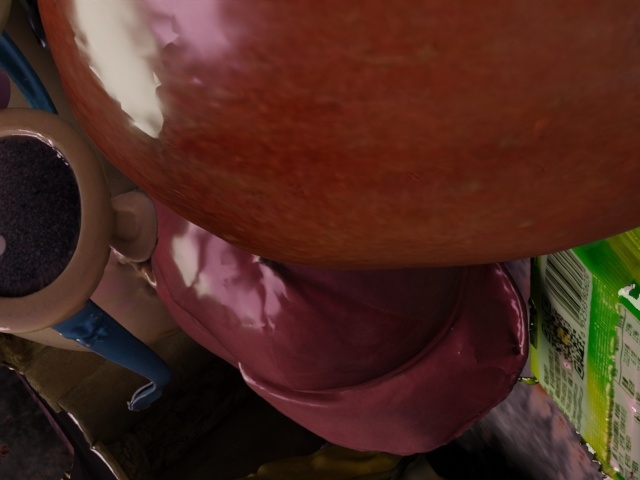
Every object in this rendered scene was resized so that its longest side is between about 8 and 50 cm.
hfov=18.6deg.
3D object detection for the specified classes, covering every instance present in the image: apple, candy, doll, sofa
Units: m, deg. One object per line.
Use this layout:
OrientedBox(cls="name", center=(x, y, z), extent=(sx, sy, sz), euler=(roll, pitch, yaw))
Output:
OrientedBox(cls="apple", center=(0.033, -0.112, 0.462), extent=(0.253, 0.253, 0.253), euler=(52, 164, 22))
OrientedBox(cls="candy", center=(0.120, 0.039, 0.808), extent=(0.102, 0.032, 0.178), euler=(49, 161, 32))
OrientedBox(cls="doll", center=(0.002, -0.003, 0.873), extent=(0.196, 0.152, 0.256), euler=(34, 179, -4))
OrientedBox(cls="sofa", center=(-0.090, 0.120, 1.371), extent=(0.182, 0.200, 0.258), euler=(36, 155, 29))

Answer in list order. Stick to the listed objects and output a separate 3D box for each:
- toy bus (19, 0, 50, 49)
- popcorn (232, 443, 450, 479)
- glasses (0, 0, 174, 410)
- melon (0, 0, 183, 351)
OrientedBox(cls="toy bus", center=(-0.072, -0.161, 0.826), extent=(0.165, 0.133, 0.276), euler=(61, 166, -4))
OrientedBox(cls="popcorn", center=(0.027, 0.224, 1.145), extent=(0.286, 0.252, 0.215), euler=(172, 108, -70))
OrientedBox(cls="glasses", center=(-0.131, -0.008, 0.835), extent=(0.220, 0.088, 0.190), euler=(88, 157, -61))
OrientedBox(cls="melon", center=(-0.157, -0.070, 1.110), extent=(0.317, 0.223, 0.223), euler=(48, 162, 43))
